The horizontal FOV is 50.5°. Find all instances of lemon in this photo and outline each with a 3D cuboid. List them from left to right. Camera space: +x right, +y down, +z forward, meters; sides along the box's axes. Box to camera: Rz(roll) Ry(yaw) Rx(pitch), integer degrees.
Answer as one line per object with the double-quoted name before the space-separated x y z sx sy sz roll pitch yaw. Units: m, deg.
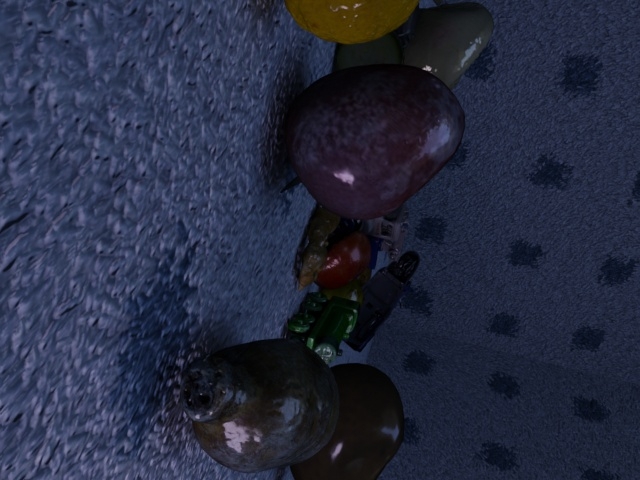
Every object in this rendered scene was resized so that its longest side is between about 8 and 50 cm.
"lemon" 0.033 -0.304 0.715 0.181 0.180 0.193 -61 145 -59

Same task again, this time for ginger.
"ginger" 0.000 0.000 1.297 0.176 0.052 0.193 -66 168 -71

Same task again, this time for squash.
"squash" 0.097 -0.333 1.243 0.187 0.123 0.123 -60 161 -73

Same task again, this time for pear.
"pear" 0.050 0.133 1.611 0.107 0.107 0.131 73 39 -71

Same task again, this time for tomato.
"tomato" 0.052 0.051 1.411 0.155 0.069 0.156 -38 165 -12

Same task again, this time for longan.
"longan" 0.056 0.466 1.640 0.350 0.288 0.288 -65 169 -8

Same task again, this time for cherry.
"cherry" 0.055 -0.138 0.945 0.213 0.285 0.236 53 22 -29

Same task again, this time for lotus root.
"lotus root" -0.068 0.202 0.828 0.349 0.174 0.175 49 54 -74

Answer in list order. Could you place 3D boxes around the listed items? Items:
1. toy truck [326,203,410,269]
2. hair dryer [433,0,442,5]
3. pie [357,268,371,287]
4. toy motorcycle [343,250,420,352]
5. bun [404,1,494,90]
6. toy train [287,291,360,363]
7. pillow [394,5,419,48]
"toy truck" 0.111 -0.034 1.526 0.161 0.176 0.213 -66 166 -45
"hair dryer" 0.235 -0.624 1.612 0.296 0.118 0.299 120 -25 -75
"pie" 0.123 0.095 2.097 0.283 0.068 0.129 85 26 -52
"toy motorcycle" 0.185 0.179 2.081 0.359 0.125 0.212 -50 162 3
"bun" 0.270 -0.479 1.734 0.361 0.213 0.361 -52 -175 6
"toy train" 0.005 0.175 1.363 0.251 0.119 0.085 -53 156 -70
"pillow" 0.168 -0.520 1.462 0.335 0.092 0.162 56 45 -77
